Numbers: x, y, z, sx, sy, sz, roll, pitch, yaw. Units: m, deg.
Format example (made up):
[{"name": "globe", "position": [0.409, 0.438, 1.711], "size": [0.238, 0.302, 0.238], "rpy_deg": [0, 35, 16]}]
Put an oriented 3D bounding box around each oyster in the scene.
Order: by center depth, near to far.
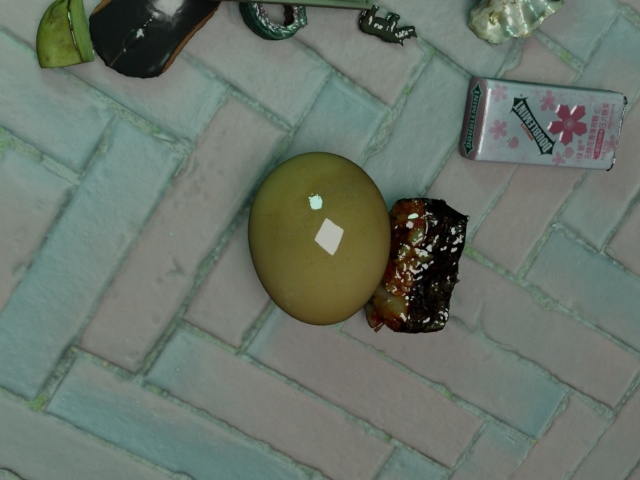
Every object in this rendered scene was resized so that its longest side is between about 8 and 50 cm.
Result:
[{"name": "oyster", "position": [0.420, -0.609, 1.925], "size": [0.237, 0.115, 0.352], "rpy_deg": [-13, 105, -2]}]

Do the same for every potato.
[{"name": "potato", "position": [-0.515, -0.406, 1.720], "size": [0.120, 0.081, 0.149], "rpy_deg": [-7, 100, 13]}]

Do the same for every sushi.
[{"name": "sushi", "position": [0.205, 0.062, 2.019], "size": [0.181, 0.196, 0.344], "rpy_deg": [8, 109, -14]}]

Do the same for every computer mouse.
[{"name": "computer mouse", "position": [-0.316, -0.463, 1.759], "size": [0.183, 0.116, 0.323], "rpy_deg": [39, 94, -17]}]

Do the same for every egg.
[{"name": "egg", "position": [0.000, 0.000, 1.881], "size": [0.301, 0.301, 0.374], "rpy_deg": [-14, 110, -11]}]

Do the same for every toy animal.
[{"name": "toy animal", "position": [0.148, -0.460, 1.924], "size": [0.135, 0.047, 0.065], "rpy_deg": [15, 107, -21]}]

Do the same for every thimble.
[{"name": "thimble", "position": [-0.098, -0.476, 1.826], "size": [0.118, 0.090, 0.135], "rpy_deg": [-33, 111, -9]}]

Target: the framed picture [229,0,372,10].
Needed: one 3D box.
[{"name": "framed picture", "position": [-0.097, -0.624, 1.738], "size": [0.446, 0.028, 0.326], "rpy_deg": [-3, 95, -27]}]

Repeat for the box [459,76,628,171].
[{"name": "box", "position": [0.515, -0.265, 2.050], "size": [0.369, 0.112, 0.190], "rpy_deg": [2, 107, -15]}]
